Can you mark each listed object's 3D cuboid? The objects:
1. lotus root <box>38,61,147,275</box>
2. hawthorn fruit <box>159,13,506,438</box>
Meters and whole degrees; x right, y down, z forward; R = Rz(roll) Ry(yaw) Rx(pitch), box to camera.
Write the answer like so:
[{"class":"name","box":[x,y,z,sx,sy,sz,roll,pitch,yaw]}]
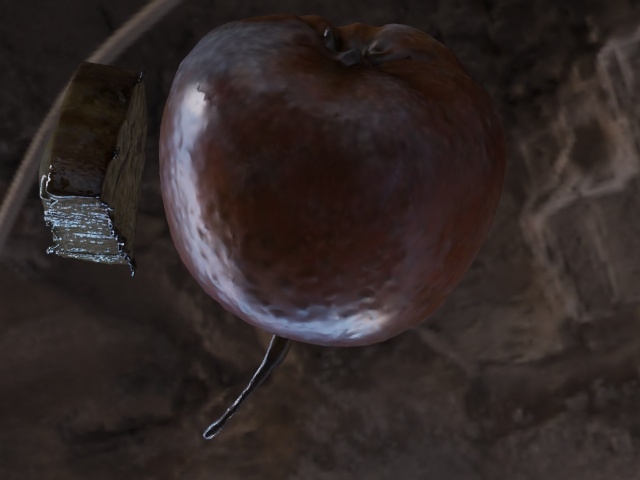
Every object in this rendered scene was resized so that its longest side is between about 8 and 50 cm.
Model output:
[{"class":"lotus root","box":[-0.191,-0.065,1.239,0.261,0.074,0.170,103,176,-69]},{"class":"hawthorn fruit","box":[0.011,-0.039,0.978,0.263,0.235,0.231,74,-167,-48]}]
